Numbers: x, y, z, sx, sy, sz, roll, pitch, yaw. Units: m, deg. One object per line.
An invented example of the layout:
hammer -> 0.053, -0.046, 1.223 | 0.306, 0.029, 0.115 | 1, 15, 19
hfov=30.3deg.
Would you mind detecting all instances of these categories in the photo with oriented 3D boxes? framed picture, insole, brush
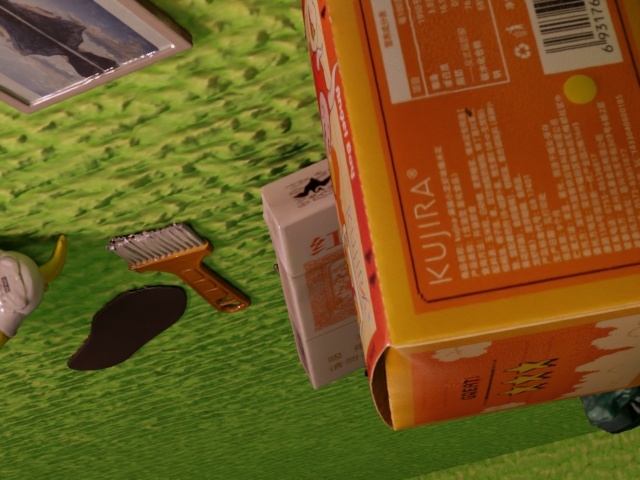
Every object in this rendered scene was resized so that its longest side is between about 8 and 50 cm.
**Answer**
framed picture -> -0.197, -0.145, 0.773 | 0.150, 0.015, 0.203 | -18, 159, 19
insole -> -0.243, 0.114, 1.469 | 0.111, 0.007, 0.328 | 2, 157, -27
brush -> -0.137, 0.040, 1.308 | 0.090, 0.017, 0.314 | -14, 161, 10

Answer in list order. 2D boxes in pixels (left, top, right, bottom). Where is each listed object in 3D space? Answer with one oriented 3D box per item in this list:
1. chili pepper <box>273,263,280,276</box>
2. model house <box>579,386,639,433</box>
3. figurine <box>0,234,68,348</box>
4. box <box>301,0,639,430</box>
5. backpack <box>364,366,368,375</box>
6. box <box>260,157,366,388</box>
chili pepper -> -0.003, 0.005, 1.203 | 0.100, 0.074, 0.257 | -12, 155, -2
model house -> 0.429, 0.046, 1.294 | 0.329, 0.251, 0.295 | -23, 157, 16
figurine -> -0.321, 0.057, 1.168 | 0.130, 0.109, 0.178 | -23, 174, -36
box -> 0.113, -0.042, 0.809 | 0.214, 0.283, 0.259 | -9, 160, 0
backpack -> 0.128, 0.124, 1.519 | 0.258, 0.133, 0.206 | -10, 170, 16
box -> 0.061, 0.018, 1.142 | 0.205, 0.051, 0.365 | -24, 152, -8
